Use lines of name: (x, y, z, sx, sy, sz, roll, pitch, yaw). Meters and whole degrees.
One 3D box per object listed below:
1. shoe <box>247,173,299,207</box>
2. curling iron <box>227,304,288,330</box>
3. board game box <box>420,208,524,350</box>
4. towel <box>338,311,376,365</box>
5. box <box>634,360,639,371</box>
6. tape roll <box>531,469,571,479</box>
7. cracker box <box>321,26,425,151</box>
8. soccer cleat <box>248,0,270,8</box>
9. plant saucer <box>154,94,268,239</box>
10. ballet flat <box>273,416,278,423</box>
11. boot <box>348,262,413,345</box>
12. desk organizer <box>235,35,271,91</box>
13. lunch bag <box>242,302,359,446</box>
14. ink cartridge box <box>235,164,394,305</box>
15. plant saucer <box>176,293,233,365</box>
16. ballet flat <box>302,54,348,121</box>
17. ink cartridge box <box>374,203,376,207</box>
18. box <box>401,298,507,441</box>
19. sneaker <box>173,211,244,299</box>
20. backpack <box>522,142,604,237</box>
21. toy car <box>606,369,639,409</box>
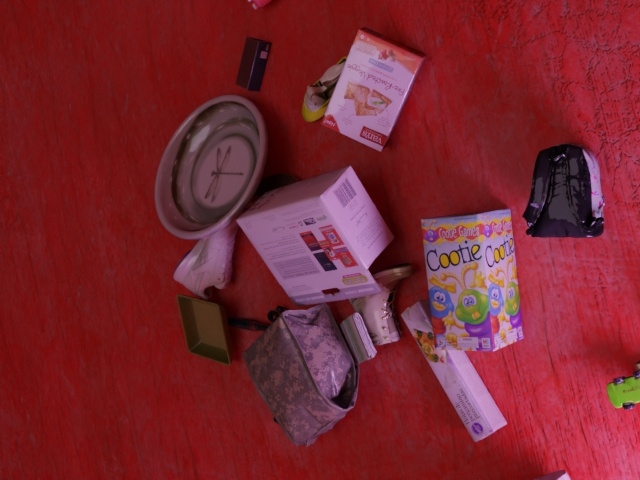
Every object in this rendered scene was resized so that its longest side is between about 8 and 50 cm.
shoe: (-0.132, -0.123, 2.102, 0.219, 0.058, 0.077, -6, 61, 36)
curling iron: (-0.178, 0.216, 2.192, 0.274, 0.035, 0.068, -8, 69, 44)
board game box: (0.317, 0.081, 1.695, 0.144, 0.142, 0.275, -5, 92, 39)
towel: (0.086, 0.237, 1.940, 0.152, 0.023, 0.113, 129, 122, -68)
box: (0.699, 0.280, 1.485, 0.201, 0.021, 0.165, -24, 80, 39)
tape roll: (0.419, 0.585, 1.609, 0.246, 0.246, 0.169, -39, 71, 35)
cracker box: (0.117, -0.337, 1.821, 0.155, 0.067, 0.232, 25, 114, 7)
soccer cleat: (-0.186, -0.696, 2.067, 0.095, 0.083, 0.248, -34, 66, 6)
plant saucer: (-0.265, -0.181, 2.122, 0.400, 0.100, 0.401, -17, 62, 35)
ballet flat: (-0.048, 0.469, 2.103, 0.173, 0.049, 0.058, -8, 91, 40)
boot: (0.156, 0.152, 1.878, 0.213, 0.077, 0.165, -29, 76, 45)
desk organizer: (-0.174, -0.455, 2.095, 0.050, 0.047, 0.130, 31, 114, 35)
lunch bag: (-0.033, 0.335, 1.984, 0.235, 0.168, 0.287, -47, 60, 43)
ink cartridge box: (0.000, 0.000, 1.893, 0.309, 0.130, 0.272, -12, 117, 47)
plant saucer: (-0.313, 0.241, 2.271, 0.188, 0.045, 0.189, 9, 115, 42)
ballet flat: (0.013, -0.365, 1.931, 0.231, 0.077, 0.077, -37, 72, 36)
ink cartridge box: (0.070, -0.067, 1.930, 0.115, 0.062, 0.029, -3, 93, 41)
box: (0.291, 0.280, 1.791, 0.063, 0.067, 0.324, -42, 71, 36)
sneaker: (-0.274, 0.037, 2.219, 0.152, 0.114, 0.305, 42, 121, 4)
backpack: (0.472, -0.098, 1.565, 0.151, 0.115, 0.182, -1, 94, 28)
toy car: (0.635, 0.251, 1.486, 0.225, 0.053, 0.239, -28, 75, 38)
